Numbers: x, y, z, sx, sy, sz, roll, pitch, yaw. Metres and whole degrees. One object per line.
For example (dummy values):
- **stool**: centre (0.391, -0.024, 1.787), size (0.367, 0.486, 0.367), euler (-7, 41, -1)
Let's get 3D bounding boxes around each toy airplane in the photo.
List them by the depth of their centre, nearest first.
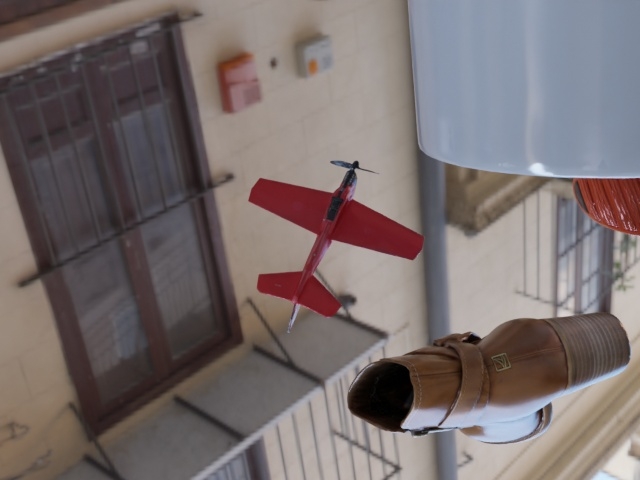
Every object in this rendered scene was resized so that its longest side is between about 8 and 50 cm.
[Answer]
- **toy airplane**: centre (0.000, 0.000, 0.782), size (0.151, 0.028, 0.151), euler (-1, -110, 4)

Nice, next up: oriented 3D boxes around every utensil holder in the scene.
- **utensil holder**: centre (0.218, -0.263, 0.739), size (0.327, 0.386, 0.327), euler (-3, -166, 1)

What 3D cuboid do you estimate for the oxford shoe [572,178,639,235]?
- **oxford shoe**: centre (0.411, -0.068, 1.130), size (0.098, 0.097, 0.271), euler (-29, -165, -31)

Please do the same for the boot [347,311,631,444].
- **boot**: centre (0.128, 0.148, 0.923), size (0.220, 0.109, 0.283), euler (-9, 166, -23)
